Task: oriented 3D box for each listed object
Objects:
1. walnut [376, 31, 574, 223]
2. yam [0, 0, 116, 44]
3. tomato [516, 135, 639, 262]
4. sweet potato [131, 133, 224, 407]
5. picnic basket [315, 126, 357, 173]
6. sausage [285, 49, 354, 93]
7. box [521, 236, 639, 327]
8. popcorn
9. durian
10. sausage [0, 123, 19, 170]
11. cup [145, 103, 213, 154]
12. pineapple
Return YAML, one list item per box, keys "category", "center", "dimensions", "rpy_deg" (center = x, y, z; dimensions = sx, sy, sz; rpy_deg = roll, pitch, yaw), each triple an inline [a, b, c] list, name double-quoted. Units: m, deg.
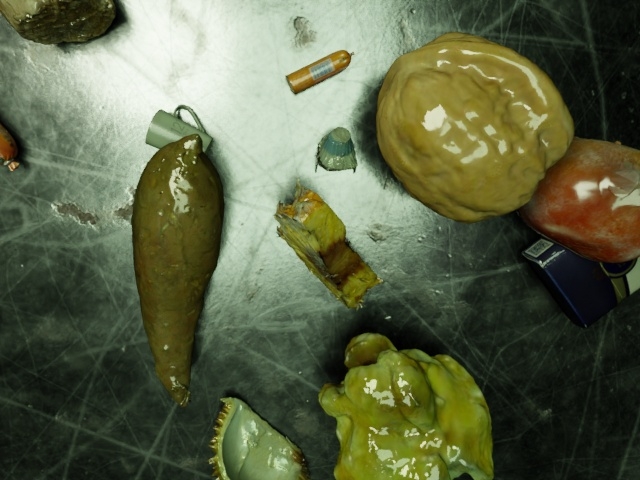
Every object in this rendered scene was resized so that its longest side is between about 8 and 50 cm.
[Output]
- category: "walnut"
  center: [0.193, -0.153, 0.571]
  dimensions: [0.257, 0.257, 0.224]
  rpy_deg: [38, 65, -13]
- category: "yam"
  center: [-0.377, -0.366, 0.514]
  dimensions: [0.128, 0.129, 0.238]
  rpy_deg: [-41, 108, -31]
- category: "tomato"
  center: [0.406, -0.069, 0.607]
  dimensions: [0.214, 0.155, 0.181]
  rpy_deg: [23, 92, 14]
- category: "sweet potato"
  center: [-0.215, 0.049, 0.627]
  dimensions: [0.130, 0.130, 0.423]
  rpy_deg: [8, 109, -8]
- category: "picnic basket"
  center: [0.024, -0.132, 0.646]
  dimensions: [0.065, 0.083, 0.083]
  rpy_deg: [-6, 149, -5]
- category: "sausage"
  center: [0.002, -0.252, 0.624]
  dimensions: [0.107, 0.031, 0.031]
  rpy_deg: [-25, 105, 1]
- category: "box"
  center: [0.496, 0.008, 0.716]
  dimensions: [0.259, 0.071, 0.168]
  rpy_deg: [-41, 104, 4]
- category: "popcorn"
  center: [0.123, 0.291, 0.675]
  dimensions: [0.276, 0.225, 0.277]
  rpy_deg: [12, 64, -27]
- category: "durian"
  center: [-0.115, 0.398, 0.745]
  dimensions: [0.252, 0.144, 0.139]
  rpy_deg: [42, 75, -8]
- category: "sausage"
  center: [-0.541, -0.237, 0.563]
  dimensions: [0.053, 0.053, 0.348]
  rpy_deg: [-37, 105, 4]
- category: "cup"
  center: [-0.204, -0.156, 0.625]
  dimensions: [0.083, 0.075, 0.054]
  rpy_deg: [25, 137, -14]
- category: "pineapple"
  center: [-0.001, 0.001, 0.641]
  dimensions: [0.079, 0.135, 0.233]
  rpy_deg: [-45, 133, -15]
